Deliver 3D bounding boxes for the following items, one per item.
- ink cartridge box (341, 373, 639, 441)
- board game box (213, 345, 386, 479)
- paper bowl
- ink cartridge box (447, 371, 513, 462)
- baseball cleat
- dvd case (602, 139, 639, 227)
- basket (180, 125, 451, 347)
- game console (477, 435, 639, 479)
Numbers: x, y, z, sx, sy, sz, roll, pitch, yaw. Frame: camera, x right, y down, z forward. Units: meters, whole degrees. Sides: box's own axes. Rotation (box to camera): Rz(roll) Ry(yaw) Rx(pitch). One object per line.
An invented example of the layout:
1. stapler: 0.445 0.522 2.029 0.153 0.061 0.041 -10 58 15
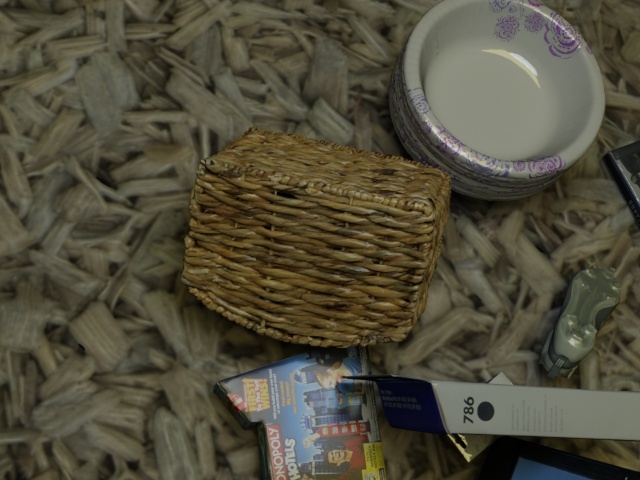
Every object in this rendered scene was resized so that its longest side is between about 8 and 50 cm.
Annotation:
1. ink cartridge box: 0.203 0.198 1.157 0.332 0.165 0.065 7 80 -17
2. board game box: -0.029 0.219 1.202 0.194 0.060 0.194 -3 71 -12
3. paper bowl: 0.233 -0.190 1.358 0.284 0.148 0.284 3 70 -9
4. ink cartridge box: 0.209 0.229 1.264 0.115 0.029 0.063 -35 81 -20
5. baseball cleat: 0.338 0.110 1.314 0.072 0.109 0.206 36 38 12
6. dvd case: 0.543 -0.050 1.434 0.179 0.029 0.239 -20 76 -18
7. basket: 0.000 0.000 1.235 0.299 0.223 0.214 12 108 8
8. game console: 0.187 0.325 1.058 0.173 0.293 0.250 29 77 -24
